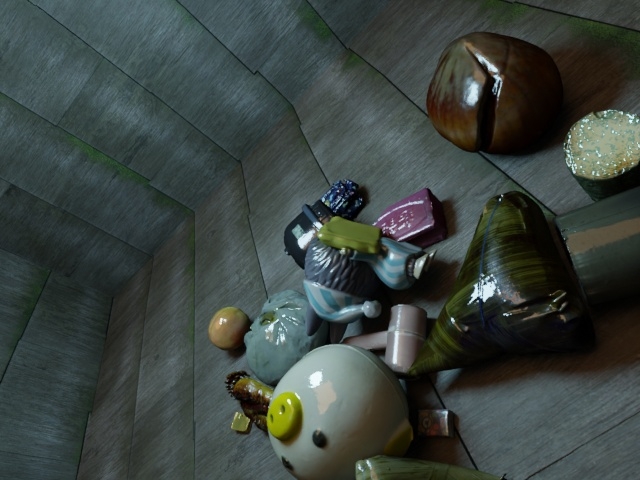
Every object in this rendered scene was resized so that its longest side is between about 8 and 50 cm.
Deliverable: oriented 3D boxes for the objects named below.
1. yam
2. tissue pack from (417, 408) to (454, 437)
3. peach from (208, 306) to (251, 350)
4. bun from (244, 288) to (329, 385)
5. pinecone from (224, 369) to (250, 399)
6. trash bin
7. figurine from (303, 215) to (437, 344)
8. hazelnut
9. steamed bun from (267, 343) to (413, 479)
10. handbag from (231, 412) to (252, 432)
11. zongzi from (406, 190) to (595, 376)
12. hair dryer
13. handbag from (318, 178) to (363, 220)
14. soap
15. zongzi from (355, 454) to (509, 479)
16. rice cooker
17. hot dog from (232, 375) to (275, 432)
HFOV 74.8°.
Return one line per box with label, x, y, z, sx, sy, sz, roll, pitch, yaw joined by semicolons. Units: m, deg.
yam;0.644;-0.165;0.916;0.161;0.268;0.161;-16;65;39
tissue pack;0.278;0.442;1.010;0.083;0.035;0.063;-18;48;39
peach;-0.380;0.368;1.736;0.184;0.184;0.184;-30;41;31
bun;-0.137;0.330;1.457;0.354;0.194;0.354;-32;38;29
pinecone;-0.303;0.544;1.569;0.102;0.102;0.109;-41;65;19
trash bin;0.634;-0.009;0.800;0.301;0.252;0.203;-24;43;30
figurine;0.118;0.151;1.276;0.361;0.266;0.378;19;109;24
hazelnut;0.499;-0.437;1.259;0.359;0.359;0.409;-45;27;13
steamed bun;0.039;0.435;1.044;0.374;0.334;0.334;-52;31;34
handbag;-0.277;0.650;1.498;0.083;0.027;0.061;-13;47;38
zongzi;0.373;0.112;1.036;0.432;0.208;0.403;-30;42;34
hair dryer;0.161;0.313;1.229;0.344;0.106;0.189;-25;45;48
handbag;0.054;-0.132;1.699;0.260;0.113;0.162;-49;28;21
soap;0.279;-0.039;1.371;0.250;0.099;0.162;-29;49;32
zongzi;0.226;0.497;0.860;0.256;0.228;0.115;-32;33;26
rice cooker;0.000;0.000;1.527;0.224;0.267;0.267;-44;36;8
hot dog;-0.196;0.553;1.392;0.270;0.082;0.163;4;107;44
